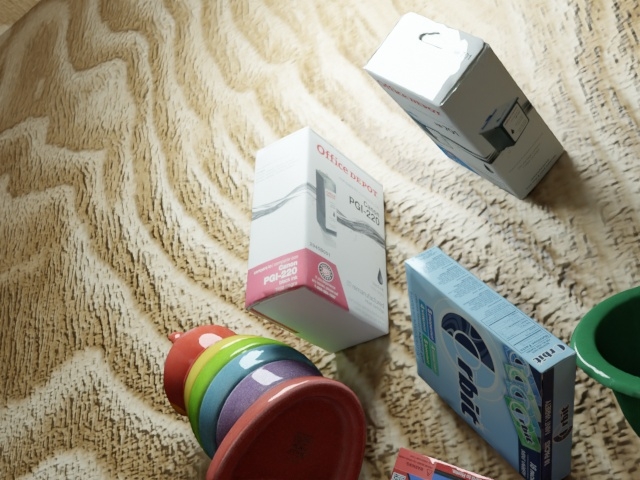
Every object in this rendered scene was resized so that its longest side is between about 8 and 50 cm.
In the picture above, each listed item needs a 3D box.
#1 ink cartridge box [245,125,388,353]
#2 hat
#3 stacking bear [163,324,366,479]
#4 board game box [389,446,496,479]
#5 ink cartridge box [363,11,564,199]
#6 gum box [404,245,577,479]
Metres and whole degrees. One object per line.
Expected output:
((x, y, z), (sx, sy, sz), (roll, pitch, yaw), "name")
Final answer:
((0.000, 0.000, 0.912), (0.092, 0.159, 0.217), (-24, 51, 32), "ink cartridge box")
((0.303, 0.159, 0.641), (0.208, 0.183, 0.173), (-31, 27, -36), "hat")
((-0.091, 0.183, 0.891), (0.289, 0.175, 0.164), (22, 83, 55), "stacking bear")
((0.163, 0.292, 0.679), (0.281, 0.027, 0.145), (7, 71, 44), "board game box")
((0.157, -0.145, 0.837), (0.082, 0.191, 0.139), (-52, 42, 3), "ink cartridge box")
((0.152, 0.114, 0.710), (0.041, 0.157, 0.184), (-25, 38, -19), "gum box")
